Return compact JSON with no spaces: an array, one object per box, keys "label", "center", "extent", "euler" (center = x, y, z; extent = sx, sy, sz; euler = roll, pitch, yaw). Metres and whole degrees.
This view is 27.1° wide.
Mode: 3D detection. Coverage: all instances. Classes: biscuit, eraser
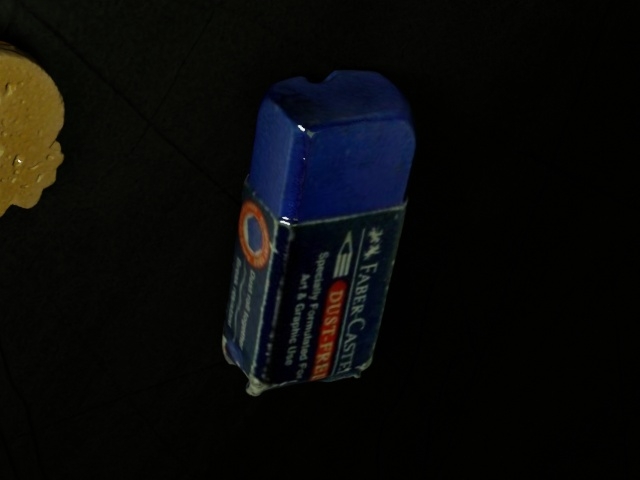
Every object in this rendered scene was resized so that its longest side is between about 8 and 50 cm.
[{"label":"biscuit","center":[-0.285,-0.086,1.092],"extent":[0.170,0.050,0.170],"euler":[-25,138,-24]},{"label":"eraser","center":[0.000,0.000,1.303],"extent":[0.155,0.101,0.332],"euler":[-10,129,-28]}]
